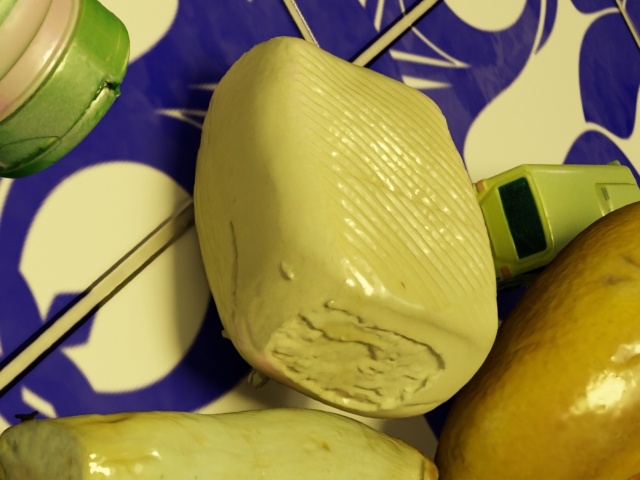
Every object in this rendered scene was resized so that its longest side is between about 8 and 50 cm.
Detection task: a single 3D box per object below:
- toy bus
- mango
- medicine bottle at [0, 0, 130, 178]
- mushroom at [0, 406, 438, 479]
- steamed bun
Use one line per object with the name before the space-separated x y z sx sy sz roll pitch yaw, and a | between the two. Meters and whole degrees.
toy bus | 0.182 -0.011 1.328 0.175 0.101 0.088 -3 73 -52
mango | 0.194 0.096 1.154 0.182 0.253 0.365 42 39 21
medicine bottle | -0.222 -0.146 0.841 0.274 0.133 0.133 39 46 -34
mushroom | -0.049 0.130 0.960 0.312 0.100 0.081 13 67 -50
steamed bun | 0.000 0.000 1.056 0.170 0.152 0.239 23 37 -34
